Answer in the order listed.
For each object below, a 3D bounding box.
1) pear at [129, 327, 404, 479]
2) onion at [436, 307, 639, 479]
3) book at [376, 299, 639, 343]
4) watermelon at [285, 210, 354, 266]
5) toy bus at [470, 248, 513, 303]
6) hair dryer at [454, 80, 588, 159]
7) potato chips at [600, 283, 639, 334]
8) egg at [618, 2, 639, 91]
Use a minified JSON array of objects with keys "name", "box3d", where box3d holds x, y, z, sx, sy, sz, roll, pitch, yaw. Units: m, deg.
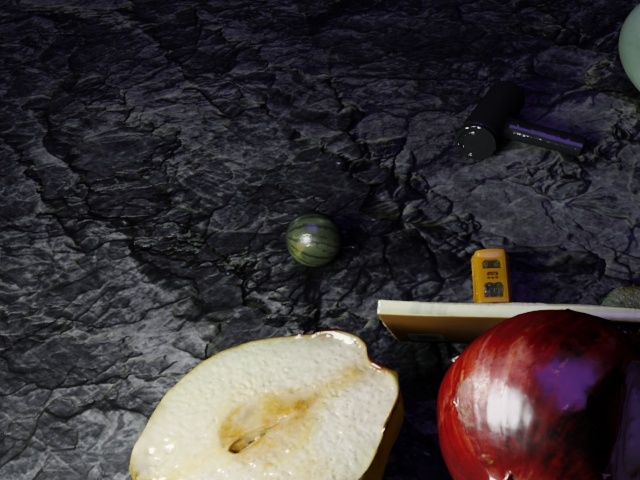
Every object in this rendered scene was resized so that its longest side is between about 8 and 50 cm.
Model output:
[{"name":"pear","box3d":[-0.060,0.314,1.289,0.387,0.191,0.340,-25,40,-16]},{"name":"onion","box3d":[0.306,0.244,1.191,0.341,0.341,0.341,-6,42,5]},{"name":"book","box3d":[0.288,0.133,1.393,0.374,0.262,0.028,0,74,12]},{"name":"watermelon","box3d":[0.000,0.000,1.700,0.133,0.105,0.105,13,42,-9]},{"name":"toy bus","box3d":[0.298,0.069,1.578,0.070,0.074,0.162,-3,43,9]},{"name":"hair dryer","box3d":[0.433,-0.228,1.893,0.251,0.089,0.197,21,47,19]},{"name":"potato chips","box3d":[0.544,0.112,1.516,0.209,0.026,0.142,-29,38,-22]},{"name":"egg","box3d":[0.788,-0.373,1.821,0.389,0.276,0.276,28,54,35]}]
